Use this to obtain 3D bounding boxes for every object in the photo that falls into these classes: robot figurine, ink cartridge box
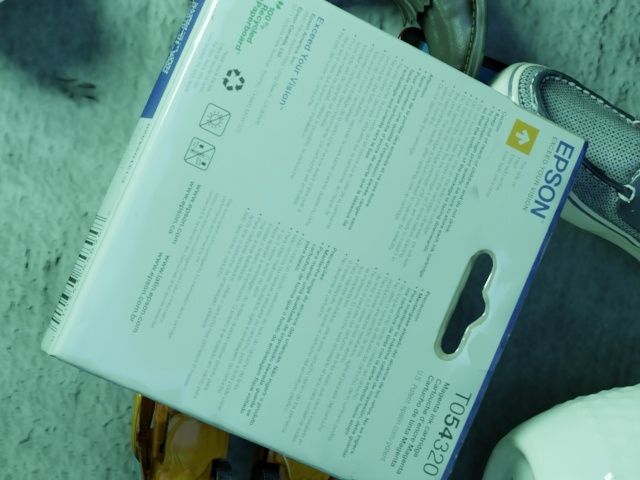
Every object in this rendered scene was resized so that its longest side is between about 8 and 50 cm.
[{"bbox_3d":[-0.060,0.110,1.457,0.211,0.085,0.291,7,95,-18],"label":"robot figurine"},{"bbox_3d":[0.000,0.000,1.384,0.330,0.071,0.324,26,85,-21],"label":"ink cartridge box"}]

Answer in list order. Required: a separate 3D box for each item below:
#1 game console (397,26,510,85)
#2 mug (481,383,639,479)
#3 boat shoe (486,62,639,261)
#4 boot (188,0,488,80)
[{"bbox_3d":[0.121,-0.094,1.493,0.144,0.124,0.085,20,117,-18],"label":"game console"},{"bbox_3d":[0.305,0.297,1.483,0.328,0.276,0.374,5,81,-13],"label":"mug"},{"bbox_3d":[0.302,-0.057,1.494,0.340,0.158,0.127,35,50,-24],"label":"boat shoe"},{"bbox_3d":[0.000,-0.224,1.444,0.229,0.091,0.263,-16,94,-12],"label":"boot"}]
